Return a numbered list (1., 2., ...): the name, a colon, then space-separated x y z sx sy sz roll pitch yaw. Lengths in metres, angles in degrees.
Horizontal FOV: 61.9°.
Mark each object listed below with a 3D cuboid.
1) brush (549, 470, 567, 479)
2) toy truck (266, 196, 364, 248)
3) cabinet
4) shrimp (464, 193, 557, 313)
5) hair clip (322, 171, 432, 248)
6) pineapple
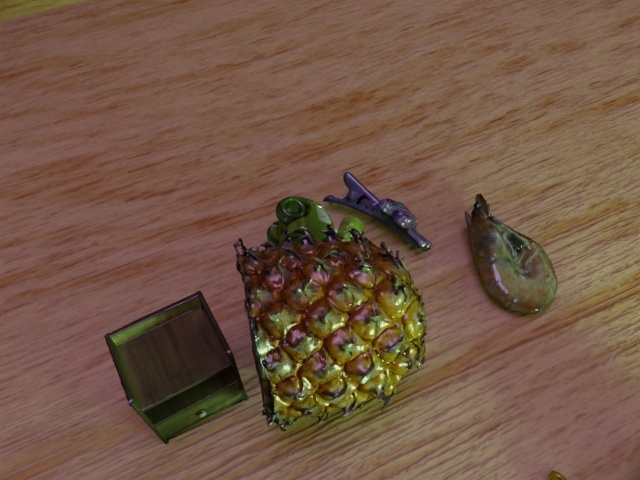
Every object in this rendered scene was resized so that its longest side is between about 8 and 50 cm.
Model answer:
1. brush: 0.458 0.476 0.826 0.103 0.013 0.272 11 29 -40
2. toy truck: -0.014 0.011 1.164 0.211 0.148 0.186 18 55 -10
3. cabinet: -0.245 0.234 0.953 0.175 0.215 0.148 -25 57 -16
4. shrimp: 0.414 0.018 1.177 0.168 0.077 0.317 -1 57 -11
5. hair clip: 0.137 -0.074 1.231 0.279 0.137 0.090 28 95 22
6. pineapple: 0.011 0.135 0.935 0.300 0.352 0.352 -14 54 -14
